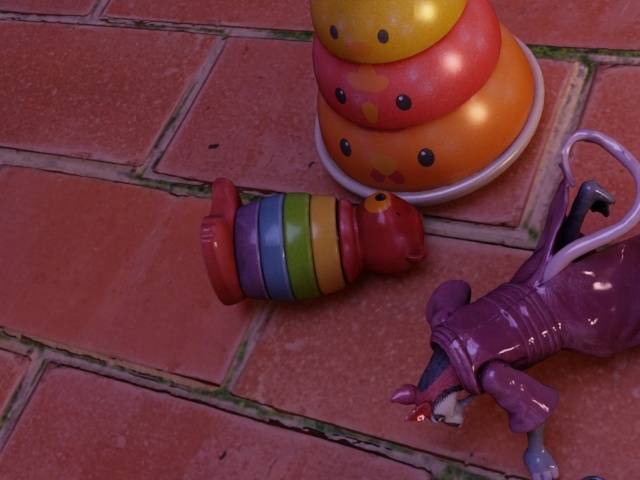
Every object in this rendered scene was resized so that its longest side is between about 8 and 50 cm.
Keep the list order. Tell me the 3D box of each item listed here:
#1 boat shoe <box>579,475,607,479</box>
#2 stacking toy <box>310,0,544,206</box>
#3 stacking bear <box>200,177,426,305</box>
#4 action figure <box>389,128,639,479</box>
[{"bbox_3d":[0.243,0.387,1.019,0.108,0.102,0.301,19,67,32],"label":"boat shoe"},{"bbox_3d":[0.090,-0.302,1.316,0.351,0.480,0.350,-12,54,16],"label":"stacking toy"},{"bbox_3d":[0.000,0.000,1.358,0.289,0.164,0.175,-6,32,7],"label":"stacking bear"},{"bbox_3d":[0.243,0.098,1.128,0.370,0.275,0.248,-32,56,-17],"label":"action figure"}]
